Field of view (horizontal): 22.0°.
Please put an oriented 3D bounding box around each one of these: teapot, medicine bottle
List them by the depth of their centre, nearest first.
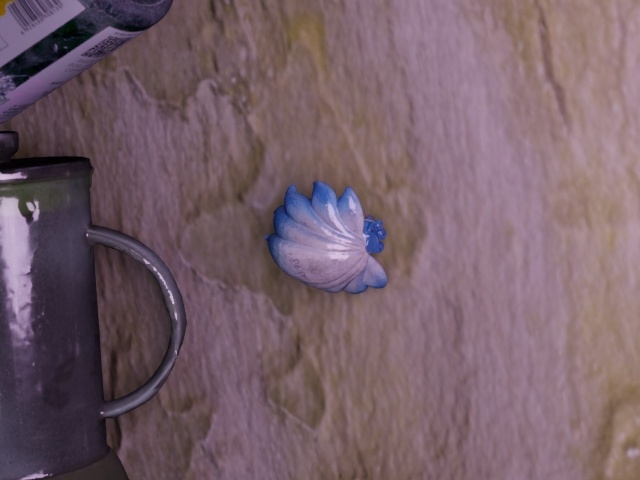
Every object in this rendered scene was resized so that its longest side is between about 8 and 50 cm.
[{"bbox_3d":[-0.273,-0.190,1.445,0.293,0.141,0.141,-28,85,33],"label":"medicine bottle"},{"bbox_3d":[-0.257,0.068,1.473,0.270,0.200,0.337,-3,97,6],"label":"teapot"}]

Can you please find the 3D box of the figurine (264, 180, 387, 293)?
[{"bbox_3d":[0.000,0.000,1.358,0.114,0.079,0.114,23,146,16],"label":"figurine"}]
